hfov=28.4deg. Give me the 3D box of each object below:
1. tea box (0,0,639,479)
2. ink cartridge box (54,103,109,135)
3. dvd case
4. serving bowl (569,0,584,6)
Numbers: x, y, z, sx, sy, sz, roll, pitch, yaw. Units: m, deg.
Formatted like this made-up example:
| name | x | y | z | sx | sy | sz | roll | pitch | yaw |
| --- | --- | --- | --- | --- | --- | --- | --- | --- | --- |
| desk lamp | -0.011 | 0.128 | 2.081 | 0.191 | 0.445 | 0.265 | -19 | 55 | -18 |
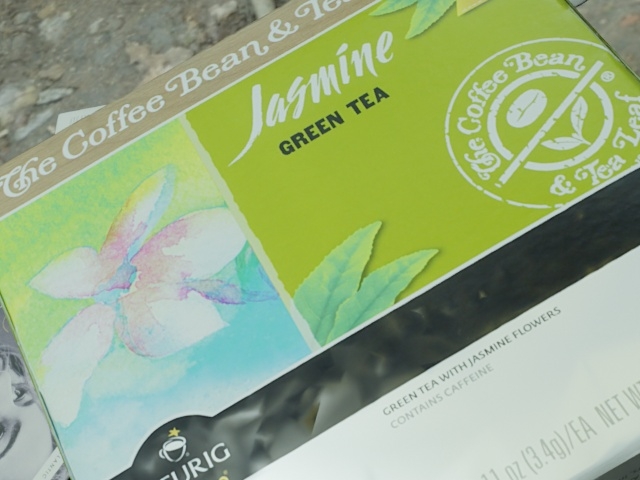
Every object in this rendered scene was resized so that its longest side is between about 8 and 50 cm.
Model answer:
| name | x | y | z | sx | sy | sz | roll | pitch | yaw |
| --- | --- | --- | --- | --- | --- | --- | --- | --- | --- |
| tea box | 0.038 | 0.055 | 0.679 | 0.329 | 0.220 | 0.323 | -31 | 55 | -3 |
| ink cartridge box | -0.121 | -0.049 | 0.936 | 0.150 | 0.063 | 0.109 | -9 | 52 | 15 |
| dvd case | -0.223 | 0.086 | 0.903 | 0.221 | 0.018 | 0.164 | 21 | 64 | 32 |
| serving bowl | 0.175 | -0.211 | 0.966 | 0.083 | 0.027 | 0.083 | -10 | 52 | 13 |
